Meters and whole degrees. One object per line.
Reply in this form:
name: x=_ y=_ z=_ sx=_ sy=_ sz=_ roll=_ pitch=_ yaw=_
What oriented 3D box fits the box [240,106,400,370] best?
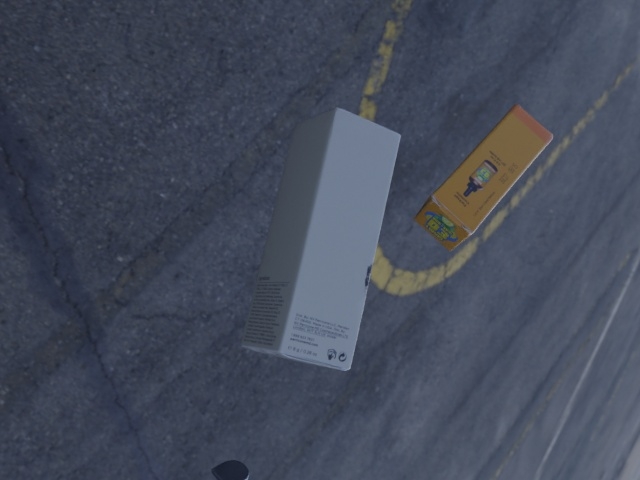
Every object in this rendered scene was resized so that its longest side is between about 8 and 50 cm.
box: x=0.000 y=0.000 z=0.858 sx=0.094 sy=0.113 sz=0.275 roll=19 pitch=79 yaw=-26

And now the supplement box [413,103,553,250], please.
supplement box: x=0.235 y=-0.092 z=1.095 sx=0.233 sy=0.078 sz=0.080 roll=-45 pitch=176 yaw=-29

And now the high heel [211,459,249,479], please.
high heel: x=-0.198 y=0.357 z=0.837 sx=0.261 sy=0.093 sz=0.186 roll=-10 pitch=124 yaw=-31
